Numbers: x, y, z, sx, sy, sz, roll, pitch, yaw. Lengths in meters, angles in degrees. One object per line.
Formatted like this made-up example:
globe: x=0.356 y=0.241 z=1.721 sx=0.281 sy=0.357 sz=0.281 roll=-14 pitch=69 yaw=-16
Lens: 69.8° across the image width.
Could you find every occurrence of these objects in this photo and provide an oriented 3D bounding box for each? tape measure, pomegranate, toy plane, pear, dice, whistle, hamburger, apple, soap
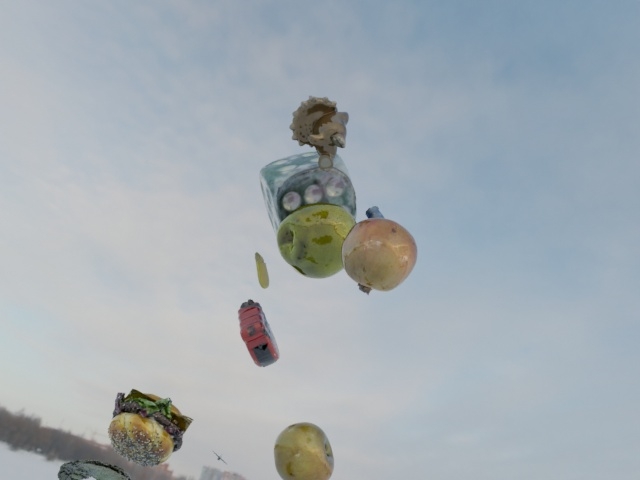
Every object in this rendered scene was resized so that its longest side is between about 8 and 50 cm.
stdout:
tape measure: x=-0.265 y=0.416 z=1.996 sx=0.114 sy=0.253 sz=0.260 roll=-24 pitch=-69 yaw=-3
pomegranate: x=0.140 y=0.036 z=1.117 sx=0.192 sy=0.191 sz=0.191 roll=13 pitch=-33 yaw=8
toy plane: x=-0.385 y=0.829 z=1.754 sx=0.078 sy=0.024 sz=0.084 roll=40 pitch=-20 yaw=6
pear: x=0.000 y=0.000 z=1.610 sx=0.295 sy=0.294 sz=0.294 roll=13 pitch=-33 yaw=8
dice: x=-0.054 y=-0.176 z=1.912 sx=0.328 sy=0.348 sz=0.330 roll=-18 pitch=-69 yaw=-11
whistle: x=0.262 y=-0.003 z=1.732 sx=0.062 sy=0.304 sz=0.062 roll=-19 pitch=-33 yaw=-13
hamburger: x=-0.350 y=0.380 z=0.920 sx=0.164 sy=0.093 sz=0.189 roll=23 pitch=-56 yaw=-1
apple: x=-0.050 y=0.619 z=1.320 sx=0.155 sy=0.182 sz=0.182 roll=-19 pitch=-41 yaw=7
soap: x=-0.259 y=0.130 z=2.021 sx=0.033 sy=0.168 sz=0.089 roll=-14 pitch=-4 yaw=13

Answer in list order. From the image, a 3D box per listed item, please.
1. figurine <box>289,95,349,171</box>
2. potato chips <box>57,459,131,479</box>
figurine: x=-0.011 y=-0.357 z=1.441 sx=0.173 sy=0.247 sz=0.177 roll=21 pitch=-39 yaw=-12
potato chips: x=-0.681 y=0.704 z=1.375 sx=0.220 sy=0.029 sz=0.201 roll=-5 pitch=-47 yaw=6
